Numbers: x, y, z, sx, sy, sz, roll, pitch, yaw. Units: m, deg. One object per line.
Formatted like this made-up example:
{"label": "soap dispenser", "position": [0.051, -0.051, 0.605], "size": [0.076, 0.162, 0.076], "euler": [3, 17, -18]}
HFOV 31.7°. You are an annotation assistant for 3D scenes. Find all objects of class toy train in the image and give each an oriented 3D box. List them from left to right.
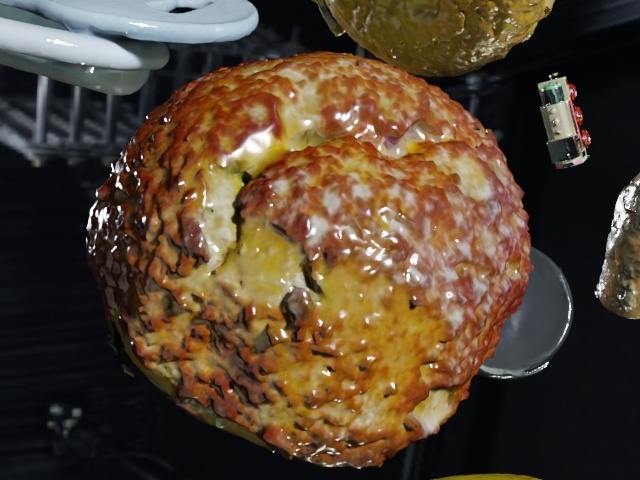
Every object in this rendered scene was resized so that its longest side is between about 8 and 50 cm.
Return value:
{"label": "toy train", "position": [0.354, -0.175, 1.650], "size": [0.050, 0.087, 0.138], "euler": [-13, -81, 26]}

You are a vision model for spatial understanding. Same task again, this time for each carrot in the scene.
{"label": "carrot", "position": [0.423, -0.018, 1.445], "size": [0.102, 0.102, 0.263], "euler": [50, -31, 40]}

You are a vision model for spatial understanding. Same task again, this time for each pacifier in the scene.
{"label": "pacifier", "position": [-0.180, -0.220, 0.758], "size": [0.287, 0.238, 0.225], "euler": [16, -71, 14]}

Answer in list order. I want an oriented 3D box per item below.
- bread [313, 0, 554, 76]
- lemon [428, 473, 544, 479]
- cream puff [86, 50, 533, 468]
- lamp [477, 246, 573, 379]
{"label": "bread", "position": [0.088, -0.234, 0.794], "size": [0.240, 0.139, 0.240], "euler": [33, -45, 40]}
{"label": "lemon", "position": [0.103, 0.262, 0.711], "size": [0.263, 0.236, 0.236], "euler": [16, -77, 55]}
{"label": "cream puff", "position": [-0.001, 0.000, 0.588], "size": [0.164, 0.240, 0.240], "euler": [130, -51, -58]}
{"label": "lamp", "position": [0.203, 0.063, 1.056], "size": [0.108, 0.371, 0.130], "euler": [-34, -106, 16]}
